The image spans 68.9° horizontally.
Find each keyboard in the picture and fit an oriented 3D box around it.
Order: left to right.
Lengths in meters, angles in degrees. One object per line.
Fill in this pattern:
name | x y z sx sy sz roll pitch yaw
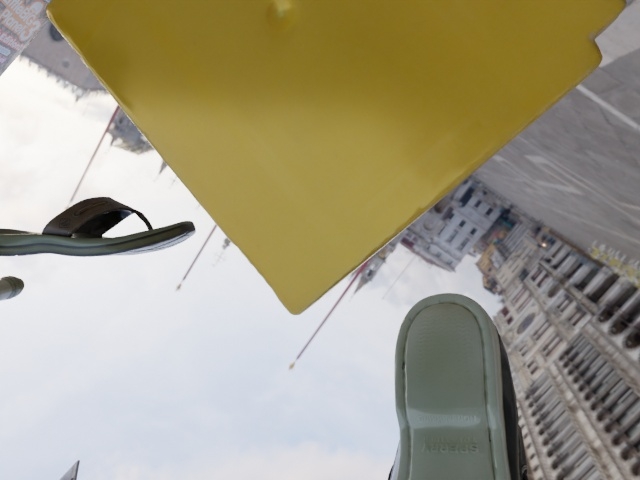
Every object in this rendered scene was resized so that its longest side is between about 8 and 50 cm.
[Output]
keyboard | -0.642 0.617 1.066 0.014 0.256 0.072 44 -179 -22

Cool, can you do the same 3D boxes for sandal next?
sandal | -0.335 -0.021 0.667 0.303 0.086 0.120 0 179 -3

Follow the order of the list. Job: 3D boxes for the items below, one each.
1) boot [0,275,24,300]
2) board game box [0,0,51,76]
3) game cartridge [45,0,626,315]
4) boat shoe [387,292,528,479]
boot | -0.938 0.152 1.272 0.165 0.214 0.077 -27 -76 -63
board game box | -0.562 -0.337 0.644 0.232 0.291 0.141 42 -178 -12
game cartridge | -0.018 -0.153 0.330 0.323 0.285 0.053 50 -159 4
boat shoe | 0.113 0.222 0.393 0.113 0.127 0.339 38 -130 -47
